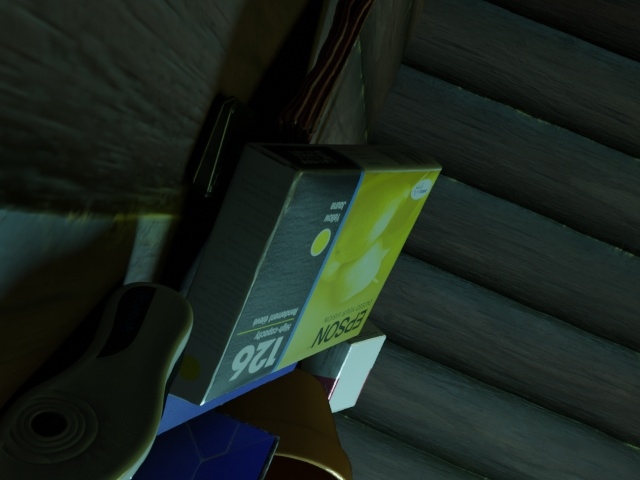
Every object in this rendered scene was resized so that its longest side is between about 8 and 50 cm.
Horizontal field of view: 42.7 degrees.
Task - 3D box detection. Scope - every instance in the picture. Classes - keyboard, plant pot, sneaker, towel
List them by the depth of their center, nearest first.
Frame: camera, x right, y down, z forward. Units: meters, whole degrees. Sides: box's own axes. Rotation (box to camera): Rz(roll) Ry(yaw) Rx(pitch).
[{"bbox_3d":[-0.139,0.130,0.509,0.217,0.079,0.121,-65,175,-60],"label":"sneaker"},{"bbox_3d":[-0.081,-0.062,0.699,0.180,0.023,0.108,-20,126,-85],"label":"keyboard"},{"bbox_3d":[-0.031,-0.106,0.914,0.329,0.037,0.237,119,-5,-54],"label":"towel"},{"bbox_3d":[-0.091,0.344,1.371,0.203,0.291,0.291,-89,-166,-46],"label":"plant pot"}]

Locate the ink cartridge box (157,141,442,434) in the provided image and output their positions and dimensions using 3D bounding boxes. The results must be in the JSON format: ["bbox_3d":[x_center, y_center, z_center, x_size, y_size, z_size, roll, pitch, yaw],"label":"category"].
[{"bbox_3d":[-0.022,0.052,0.800,0.303,0.072,0.307,-13,129,-61],"label":"ink cartridge box"}]

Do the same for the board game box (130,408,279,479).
[{"bbox_3d":[-0.180,0.369,0.969,0.232,0.141,0.291,-64,175,-47],"label":"board game box"}]

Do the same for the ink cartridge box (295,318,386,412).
[{"bbox_3d":[-0.014,0.182,1.540,0.100,0.237,0.172,-6,127,-45],"label":"ink cartridge box"}]
